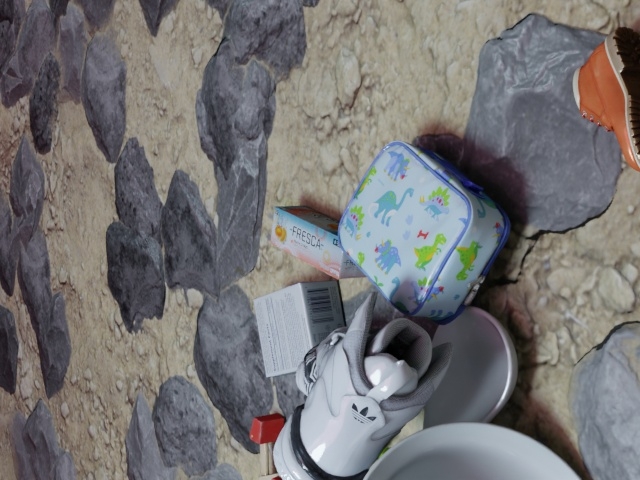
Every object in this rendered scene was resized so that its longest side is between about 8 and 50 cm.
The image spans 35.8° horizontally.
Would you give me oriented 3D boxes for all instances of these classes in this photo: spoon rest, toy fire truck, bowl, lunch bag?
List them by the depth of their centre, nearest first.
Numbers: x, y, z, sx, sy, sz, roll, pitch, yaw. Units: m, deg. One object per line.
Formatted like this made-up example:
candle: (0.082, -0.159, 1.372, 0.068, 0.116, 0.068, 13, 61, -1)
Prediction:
bowl: (0.164, 0.362, 1.106, 0.134, 0.298, 0.297, 107, 146, -64)
spoon rest: (0.174, 0.216, 1.210, 0.137, 0.084, 0.276, 22, 111, 51)
lunch bag: (0.126, -0.015, 1.224, 0.176, 0.090, 0.219, -62, 38, 16)
toy fire truck: (-0.066, 0.390, 1.588, 0.135, 0.047, 0.192, 26, 114, 51)

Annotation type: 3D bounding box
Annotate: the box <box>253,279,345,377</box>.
box: (-0.029, 0.134, 1.494, 0.137, 0.072, 0.126, -22, 75, 52)

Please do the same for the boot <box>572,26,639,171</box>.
boot: (0.309, -0.131, 1.023, 0.085, 0.059, 0.157, -38, 54, 52)

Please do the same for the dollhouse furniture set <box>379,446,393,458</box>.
dollhouse furniture set: (0.099, 0.306, 1.373, 0.151, 0.059, 0.076, -103, 24, -47)

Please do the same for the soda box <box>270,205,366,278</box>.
soda box: (0.000, 0.000, 1.455, 0.183, 0.058, 0.062, 26, 114, 50)

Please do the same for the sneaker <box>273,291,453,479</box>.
sneaker: (0.066, 0.158, 1.219, 0.137, 0.366, 0.210, 35, 111, -3)
